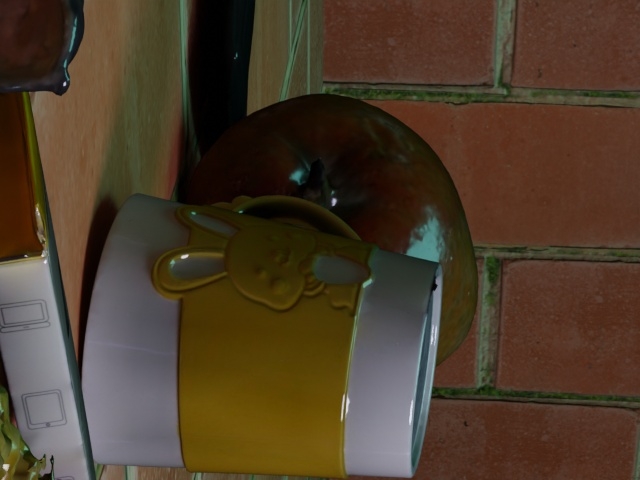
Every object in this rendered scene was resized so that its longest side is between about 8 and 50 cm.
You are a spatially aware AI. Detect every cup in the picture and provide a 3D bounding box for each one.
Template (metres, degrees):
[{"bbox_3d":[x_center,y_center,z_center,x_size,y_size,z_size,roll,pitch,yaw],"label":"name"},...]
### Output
[{"bbox_3d":[-0.032,0.053,1.236,0.241,0.226,0.185,-73,167,-45],"label":"cup"}]

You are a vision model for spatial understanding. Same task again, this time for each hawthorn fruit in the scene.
[{"bbox_3d":[0.000,0.000,1.581,0.301,0.268,0.267,83,9,-55],"label":"hawthorn fruit"}]

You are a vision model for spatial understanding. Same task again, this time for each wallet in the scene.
[{"bbox_3d":[-0.083,-0.175,1.752,0.323,0.041,0.247,93,2,-61],"label":"wallet"}]

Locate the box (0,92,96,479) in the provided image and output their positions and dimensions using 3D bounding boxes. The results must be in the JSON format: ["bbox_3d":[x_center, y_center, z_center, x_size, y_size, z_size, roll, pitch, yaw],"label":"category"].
[{"bbox_3d":[-0.137,0.036,0.873,0.129,0.033,0.247,-106,-170,-47],"label":"box"}]

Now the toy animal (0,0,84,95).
[{"bbox_3d":[-0.114,-0.240,0.763,0.168,0.106,0.343,104,-4,-72],"label":"toy animal"}]

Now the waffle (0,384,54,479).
[{"bbox_3d":[-0.155,0.198,0.739,0.281,0.058,0.300,-81,174,-62],"label":"waffle"}]
